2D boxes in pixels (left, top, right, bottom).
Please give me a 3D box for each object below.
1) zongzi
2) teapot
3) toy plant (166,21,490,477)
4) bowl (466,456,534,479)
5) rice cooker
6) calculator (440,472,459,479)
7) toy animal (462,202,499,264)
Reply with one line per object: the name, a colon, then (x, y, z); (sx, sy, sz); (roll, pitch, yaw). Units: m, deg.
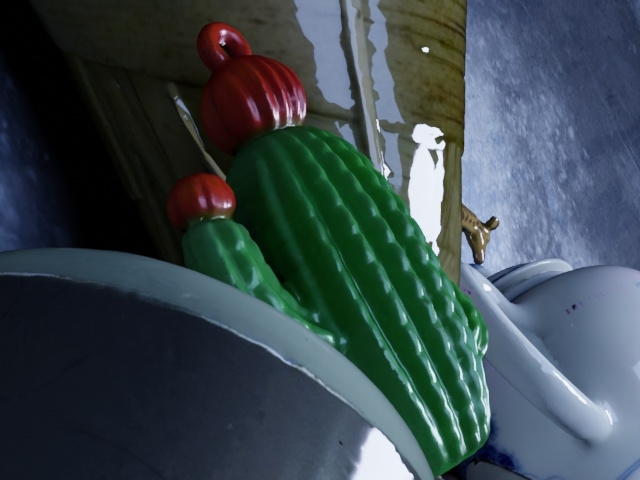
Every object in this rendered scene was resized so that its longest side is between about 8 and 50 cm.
zongzi: (-0.118, -0.059, 0.593); (0.466, 0.218, 0.500); (8, 79, -28)
teapot: (0.212, 0.119, 0.892); (0.280, 0.252, 0.424); (51, 11, 33)
toy plant: (-0.001, 0.011, 0.478); (0.240, 0.088, 0.155); (48, 39, -13)
bowl: (0.192, 0.316, 0.658); (0.157, 0.345, 0.345); (-49, 121, -13)
rice cooker: (-0.105, 0.175, 0.366); (0.288, 0.288, 0.277); (52, 40, -28)
calculator: (0.091, 0.256, 0.823); (0.166, 0.024, 0.103); (-24, 95, -55)
toy animal: (0.092, -0.038, 0.941); (0.275, 0.054, 0.149); (-9, 85, -57)
